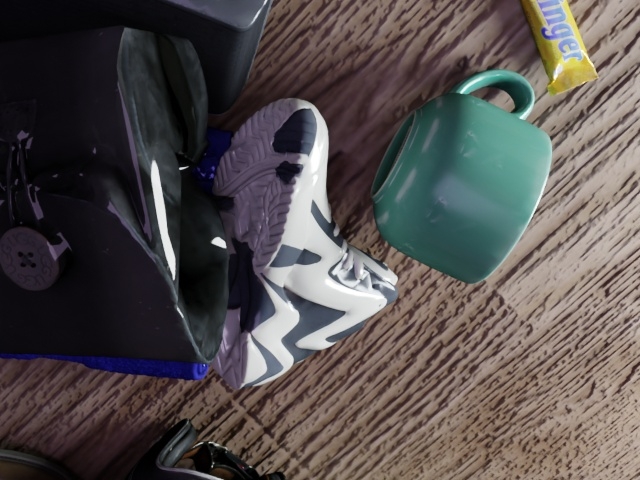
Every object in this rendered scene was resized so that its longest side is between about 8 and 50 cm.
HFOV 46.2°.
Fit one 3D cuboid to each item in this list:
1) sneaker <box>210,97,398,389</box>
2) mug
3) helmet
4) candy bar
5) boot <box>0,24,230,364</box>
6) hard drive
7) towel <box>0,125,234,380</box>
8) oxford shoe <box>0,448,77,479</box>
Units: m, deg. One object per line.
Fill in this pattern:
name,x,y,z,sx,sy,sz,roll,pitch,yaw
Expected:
sneaker,0.000,0.000,0.583,0.153,0.094,0.235,-12,121,-39
mug,0.100,-0.054,0.577,0.097,0.158,0.129,24,131,-7
helmet,-0.108,0.253,0.651,0.169,0.161,0.170,0,109,-1
candy bar,0.169,-0.191,0.577,0.040,0.018,0.162,-24,109,7
boot,-0.276,0.060,0.521,0.445,0.146,0.367,-6,115,7
hard drive,-0.165,-0.163,0.502,0.254,0.172,0.054,16,71,-10
towel,-0.229,0.003,0.607,0.308,0.076,0.228,8,108,-4
oxford shoe,-0.257,0.269,0.690,0.227,0.096,0.083,34,107,-10
